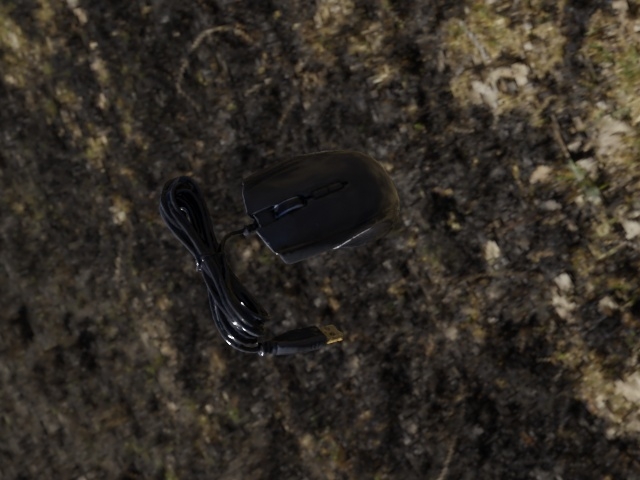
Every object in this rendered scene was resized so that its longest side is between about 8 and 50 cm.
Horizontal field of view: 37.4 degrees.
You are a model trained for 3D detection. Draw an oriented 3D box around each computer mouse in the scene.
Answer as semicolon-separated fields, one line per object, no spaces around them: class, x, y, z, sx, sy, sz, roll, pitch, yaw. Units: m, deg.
computer mouse;0.000;0.000;0.848;0.060;0.262;0.184;-43;65;48
